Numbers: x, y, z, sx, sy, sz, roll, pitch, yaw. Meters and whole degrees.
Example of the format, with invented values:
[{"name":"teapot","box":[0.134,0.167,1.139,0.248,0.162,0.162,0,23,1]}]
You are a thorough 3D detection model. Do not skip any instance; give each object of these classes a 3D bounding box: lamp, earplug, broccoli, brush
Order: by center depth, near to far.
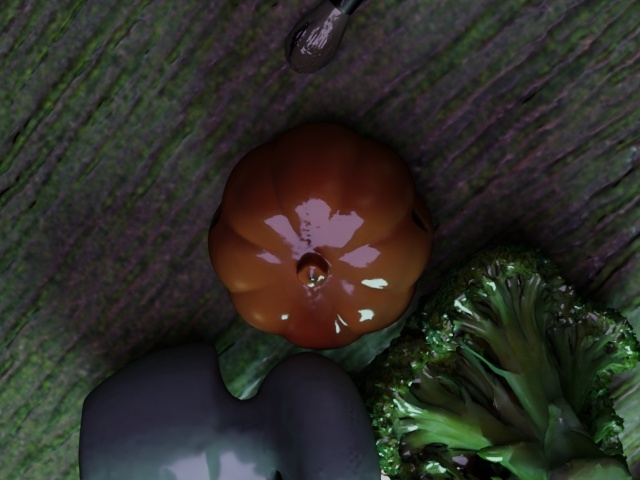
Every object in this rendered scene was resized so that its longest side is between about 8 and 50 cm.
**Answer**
[{"name":"brush","box":[0.061,-0.254,1.534,0.042,0.039,0.299,34,112,-6]},{"name":"broccoli","box":[0.164,0.141,1.570,0.254,0.269,0.269,-23,111,-13]},{"name":"lamp","box":[0.000,0.000,1.581,0.187,0.164,0.188,2,110,5]},{"name":"earplug","box":[-0.067,0.192,1.611,0.325,0.175,0.214,12,106,40]}]

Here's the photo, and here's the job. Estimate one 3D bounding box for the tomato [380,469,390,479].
[{"name":"tomato","box":[0.043,0.237,1.728,0.155,0.069,0.156,4,122,7]}]
